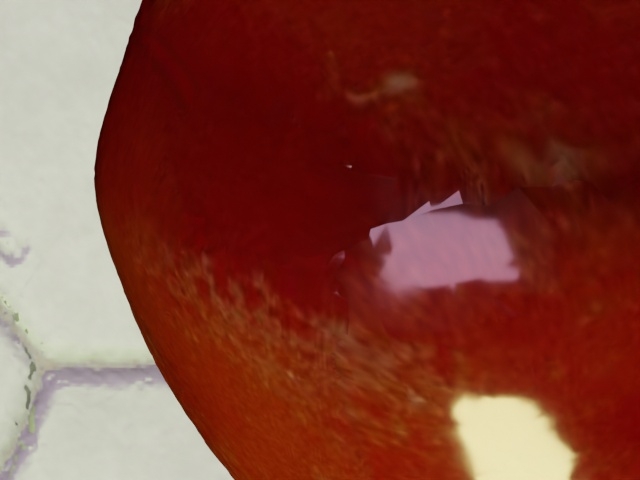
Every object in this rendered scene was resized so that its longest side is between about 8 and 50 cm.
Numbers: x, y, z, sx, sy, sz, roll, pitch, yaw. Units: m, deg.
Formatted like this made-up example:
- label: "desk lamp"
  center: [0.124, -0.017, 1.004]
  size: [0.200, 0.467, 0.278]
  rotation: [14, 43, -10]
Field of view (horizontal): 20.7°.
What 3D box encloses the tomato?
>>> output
- label: "tomato"
  center: [0.078, -0.018, 0.718]
  size: [0.325, 0.290, 0.293]
  rotation: [-18, 124, -15]
